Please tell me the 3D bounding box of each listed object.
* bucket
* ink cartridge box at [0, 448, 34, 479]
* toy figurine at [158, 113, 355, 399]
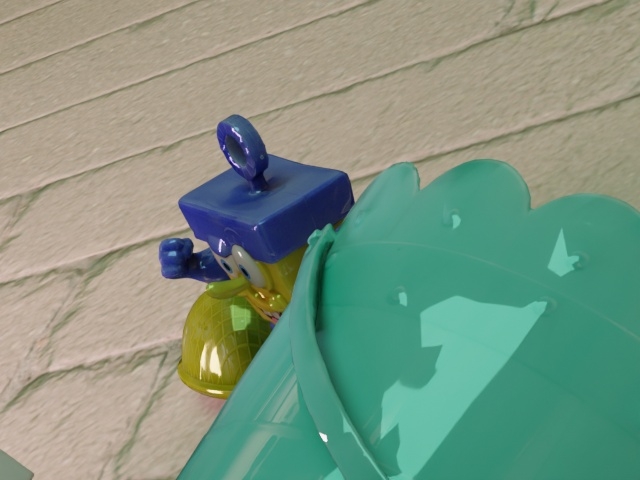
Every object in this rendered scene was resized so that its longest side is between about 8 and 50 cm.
[{"bbox_3d":[0.076,0.121,0.810,0.281,0.281,0.183,2,46,51],"label":"bucket"},{"bbox_3d":[-0.339,0.145,1.172,0.197,0.273,0.114,-46,10,35],"label":"ink cartridge box"},{"bbox_3d":[0.000,0.000,1.178,0.191,0.217,0.362,-39,26,-16],"label":"toy figurine"}]
